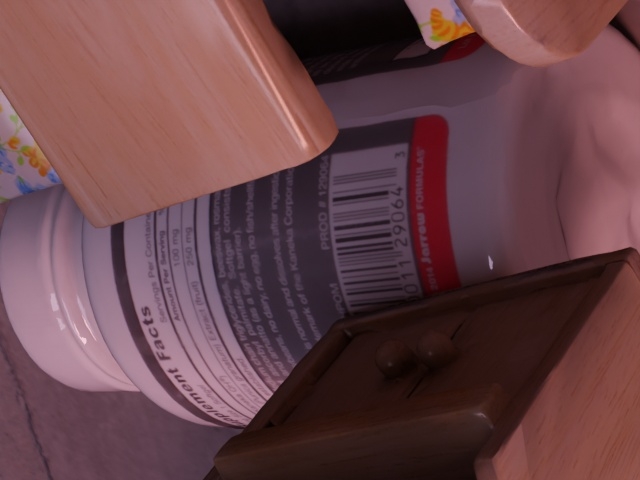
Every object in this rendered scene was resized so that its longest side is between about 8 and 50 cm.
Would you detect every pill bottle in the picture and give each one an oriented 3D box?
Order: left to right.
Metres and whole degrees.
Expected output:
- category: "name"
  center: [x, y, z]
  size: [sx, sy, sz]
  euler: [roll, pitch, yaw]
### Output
- category: "pill bottle"
  center: [0.000, 0.000, 0.916]
  size: [0.318, 0.176, 0.176]
  euler: [-7, 129, 38]

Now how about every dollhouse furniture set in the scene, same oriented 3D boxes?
- category: "dollhouse furniture set"
  center: [-0.065, -0.019, 0.634]
  size: [0.362, 0.256, 0.394]
  euler: [-16, 113, 40]
